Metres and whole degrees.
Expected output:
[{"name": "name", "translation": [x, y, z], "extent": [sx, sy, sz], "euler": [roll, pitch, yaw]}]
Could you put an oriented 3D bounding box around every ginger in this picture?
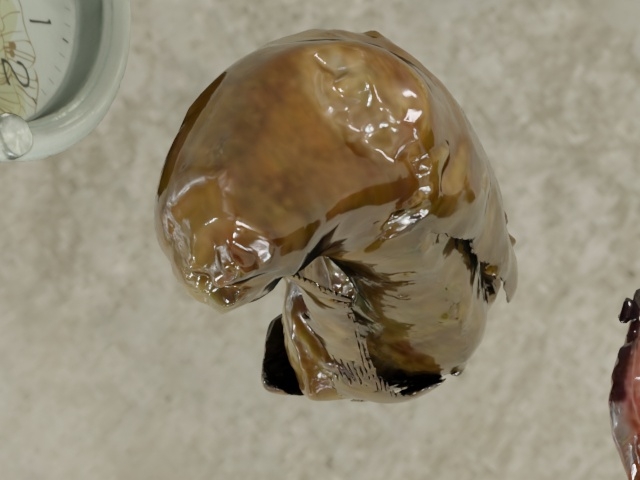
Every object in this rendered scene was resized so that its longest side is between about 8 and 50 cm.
[{"name": "ginger", "translation": [0.013, -0.005, 0.743], "extent": [0.133, 0.309, 0.107], "euler": [-28, 70, -2]}]

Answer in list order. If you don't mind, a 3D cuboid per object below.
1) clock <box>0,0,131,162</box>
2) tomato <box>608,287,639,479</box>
[{"name": "clock", "translation": [-0.184, -0.140, 0.849], "extent": [0.053, 0.236, 0.236], "euler": [-23, 99, 31]}, {"name": "tomato", "translation": [0.232, 0.074, 0.710], "extent": [0.228, 0.199, 0.112], "euler": [-1, 146, 29]}]
